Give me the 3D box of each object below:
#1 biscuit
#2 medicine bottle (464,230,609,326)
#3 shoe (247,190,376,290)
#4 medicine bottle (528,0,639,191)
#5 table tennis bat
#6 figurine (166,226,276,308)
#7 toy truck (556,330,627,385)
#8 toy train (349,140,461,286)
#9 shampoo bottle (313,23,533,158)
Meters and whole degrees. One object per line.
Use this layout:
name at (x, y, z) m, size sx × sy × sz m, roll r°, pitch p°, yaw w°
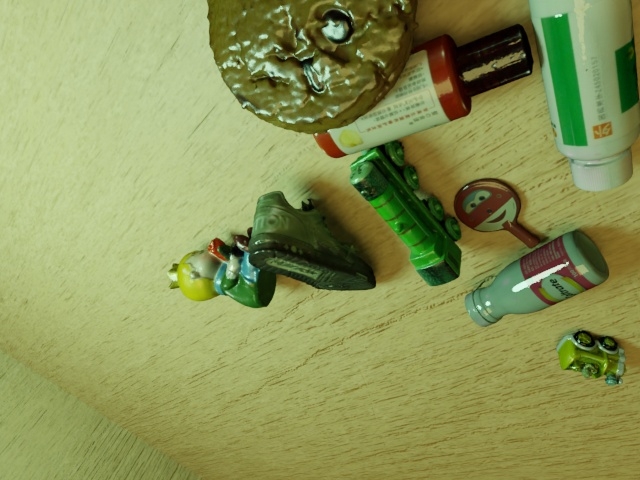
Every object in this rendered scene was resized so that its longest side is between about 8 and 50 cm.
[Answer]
biscuit at (-0.022, -0.274, 0.524) m, size 0.296 × 0.075 × 0.295 m, roll 8°, pitch 110°, yaw 22°
medicine bottle at (0.344, 0.073, 0.730) m, size 0.090 × 0.090 × 0.217 m, roll 37°, pitch 132°, yaw -12°
shoe at (-0.002, 0.000, 0.798) m, size 0.109 × 0.149 × 0.293 m, roll -20°, pitch 151°, yaw 39°
medicine bottle at (0.315, -0.181, 0.520) m, size 0.095 × 0.095 × 0.259 m, roll -10°, pitch 124°, yaw 28°
table tennis bat at (0.286, -0.039, 0.709) m, size 0.155 × 0.019 × 0.098 m, roll 36°, pitch 133°, yaw -7°
figurine at (-0.213, 0.050, 0.918) m, size 0.235 × 0.127 × 0.185 m, roll 15°, pitch 129°, yaw 23°
toy truck at (0.498, 0.221, 0.806) m, size 0.111 × 0.076 × 0.076 m, roll 13°, pitch 133°, yaw 11°
toy train at (0.136, -0.044, 0.694) m, size 0.085 × 0.119 × 0.251 m, roll -28°, pitch 116°, yaw 38°
shampoo bottle at (0.123, -0.194, 0.576) m, size 0.279 × 0.104 × 0.104 m, roll -13°, pitch 123°, yaw 30°
